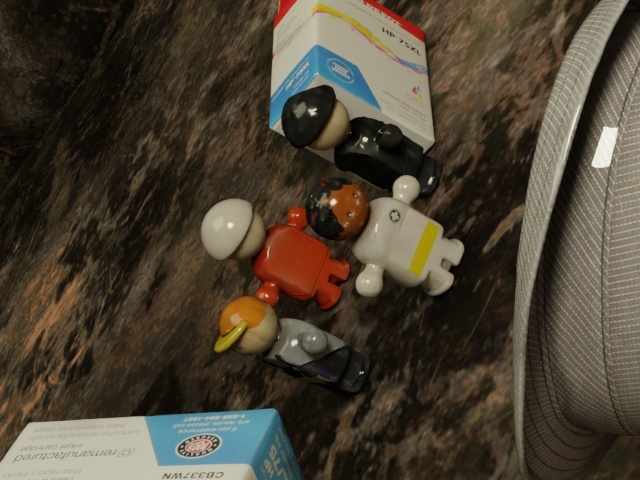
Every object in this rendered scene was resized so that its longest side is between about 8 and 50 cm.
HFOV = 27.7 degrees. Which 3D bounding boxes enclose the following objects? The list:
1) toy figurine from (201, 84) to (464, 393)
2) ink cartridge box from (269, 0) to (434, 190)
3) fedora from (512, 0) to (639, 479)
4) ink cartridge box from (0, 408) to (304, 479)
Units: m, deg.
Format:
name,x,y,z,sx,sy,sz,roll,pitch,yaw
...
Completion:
name,x,y,z,sx,sy,sz,roll,pitch,yaw
toy figurine,0.000,0.000,1.089,0.213,0.148,0.209,-49,26,26
ink cartridge box,0.029,-0.169,1.238,0.078,0.134,0.231,-47,28,33
fedora,0.196,0.006,0.646,0.124,0.243,0.275,11,100,33
ink cartridge box,-0.126,0.266,0.809,0.198,0.197,0.270,-6,28,20
